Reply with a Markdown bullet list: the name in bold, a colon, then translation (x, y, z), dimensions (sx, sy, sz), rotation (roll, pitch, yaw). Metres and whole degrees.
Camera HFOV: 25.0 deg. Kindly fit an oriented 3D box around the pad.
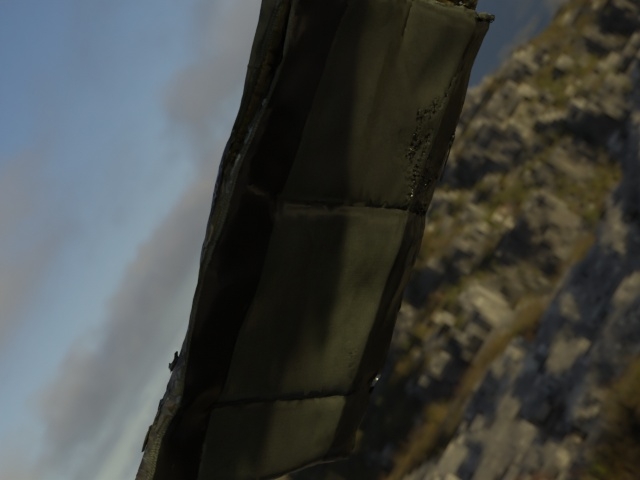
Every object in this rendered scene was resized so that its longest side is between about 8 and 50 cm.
- **pad**: translation (0.001, 0.000, 0.615), dimensions (0.174, 0.022, 0.233), rotation (-2, -69, -59)
